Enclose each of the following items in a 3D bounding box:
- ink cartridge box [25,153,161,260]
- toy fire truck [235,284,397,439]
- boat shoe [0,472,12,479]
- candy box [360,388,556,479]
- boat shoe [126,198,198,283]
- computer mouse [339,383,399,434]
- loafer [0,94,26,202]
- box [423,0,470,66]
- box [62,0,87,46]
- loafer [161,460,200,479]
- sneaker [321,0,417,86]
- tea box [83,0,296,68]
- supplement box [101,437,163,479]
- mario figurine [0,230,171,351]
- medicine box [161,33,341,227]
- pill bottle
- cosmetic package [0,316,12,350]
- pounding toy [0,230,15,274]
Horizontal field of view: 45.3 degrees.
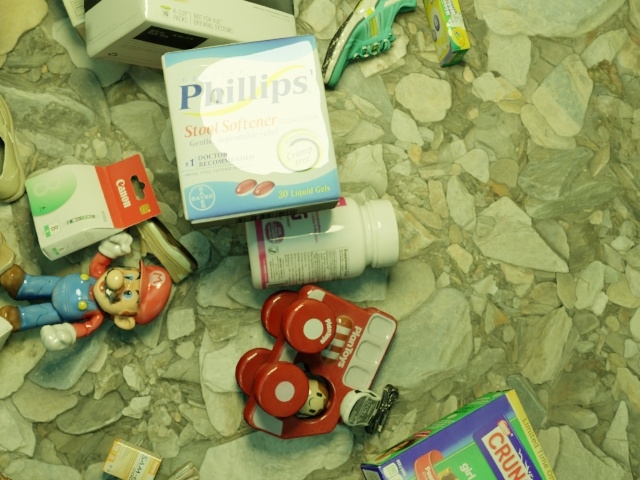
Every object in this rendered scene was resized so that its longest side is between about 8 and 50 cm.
[{"bbox_3d":[-0.440,-0.082,1.473,0.225,0.056,0.181,-25,55,-5],"label":"ink cartridge box"},{"bbox_3d":[-0.006,0.243,1.474,0.254,0.169,0.302,26,83,-20],"label":"toy fire truck"},{"bbox_3d":[-0.605,0.474,1.445,0.060,0.064,0.178,-16,87,-37],"label":"boat shoe"},{"bbox_3d":[0.278,0.472,1.452,0.317,0.122,0.268,-24,86,-21],"label":"candy box"},{"bbox_3d":[-0.330,0.005,1.510,0.072,0.068,0.190,-42,89,4],"label":"boat shoe"},{"bbox_3d":[0.083,0.316,1.464,0.042,0.193,0.106,27,88,32],"label":"computer mouse"},{"bbox_3d":[-0.649,-0.206,1.489,0.102,0.092,0.268,-24,87,-7],"label":"loafer"},{"bbox_3d":[0.256,-0.461,1.582,0.043,0.105,0.179,-12,85,-7],"label":"box"},{"bbox_3d":[-0.471,-0.565,1.525,0.148,0.121,0.311,-22,86,-7],"label":"box"},{"bbox_3d":[-0.290,0.477,1.475,0.125,0.045,0.039,-34,95,-10],"label":"loafer"},{"bbox_3d":[0.097,-0.423,1.571,0.110,0.107,0.275,38,83,-10],"label":"sneaker"},{"bbox_3d":[-0.241,-0.494,1.417,0.329,0.220,0.323,2,83,-42],"label":"tea box"},{"bbox_3d":[-0.361,0.430,1.476,0.098,0.036,0.062,23,83,-2],"label":"supplement box"},{"bbox_3d":[-0.442,0.088,1.434,0.321,0.170,0.198,-5,102,-1],"label":"mario figurine"},{"bbox_3d":[-0.119,-0.182,1.331,0.264,0.149,0.289,-9,86,-5],"label":"medicine box"},{"bbox_3d":[0.000,0.000,1.487,0.283,0.160,0.160,-7,85,-6],"label":"pill bottle"},{"bbox_3d":[-0.784,0.147,1.370,0.385,0.156,0.217,37,118,0],"label":"cosmetic package"},{"bbox_3d":[-0.696,-0.034,1.417,0.154,0.155,0.269,-32,60,-17],"label":"pounding toy"}]
